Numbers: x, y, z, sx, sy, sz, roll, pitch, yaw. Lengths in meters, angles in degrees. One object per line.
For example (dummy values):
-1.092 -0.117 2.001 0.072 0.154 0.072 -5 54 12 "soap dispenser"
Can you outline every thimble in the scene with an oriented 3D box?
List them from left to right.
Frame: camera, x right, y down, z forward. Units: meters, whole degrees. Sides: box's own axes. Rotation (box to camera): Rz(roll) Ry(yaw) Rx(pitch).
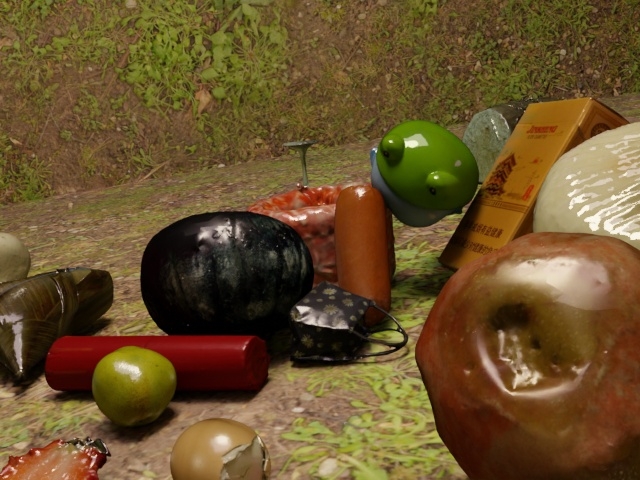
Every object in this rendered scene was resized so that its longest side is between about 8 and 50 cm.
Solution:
0.000 0.000 1.219 0.239 0.162 0.239 -9 14 2 "thimble"

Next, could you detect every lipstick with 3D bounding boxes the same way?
-0.202 0.148 0.938 0.280 0.073 0.073 -3 15 20 "lipstick"

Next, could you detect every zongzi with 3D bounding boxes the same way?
-0.376 0.114 1.124 0.221 0.112 0.242 -18 24 -36 "zongzi"

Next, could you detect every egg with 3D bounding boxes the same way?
-0.090 0.191 0.665 0.080 0.080 0.096 -21 22 -40 "egg"

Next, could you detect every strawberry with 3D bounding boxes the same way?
-0.247 0.230 0.687 0.104 0.048 0.152 6 33 27 "strawberry"

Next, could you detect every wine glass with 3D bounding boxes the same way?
-0.028 -0.107 1.609 0.079 0.195 0.079 -6 11 1 "wine glass"

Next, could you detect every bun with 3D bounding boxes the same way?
-0.598 0.081 1.333 0.231 0.133 0.231 -26 -5 -3 "bun"
0.425 -0.002 0.853 0.361 0.213 0.361 -13 28 7 "bun"

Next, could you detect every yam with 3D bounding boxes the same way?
0.498 -0.249 1.897 0.271 0.201 0.202 -9 13 -31 "yam"

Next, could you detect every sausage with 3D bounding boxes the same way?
0.058 0.021 1.059 0.076 0.197 0.076 -4 -15 -1 "sausage"

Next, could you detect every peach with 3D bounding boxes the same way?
0.187 0.108 0.573 0.214 0.214 0.235 -9 33 1 "peach"

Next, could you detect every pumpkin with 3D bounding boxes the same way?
-0.124 0.050 1.020 0.233 0.162 0.233 -10 -11 -2 "pumpkin"

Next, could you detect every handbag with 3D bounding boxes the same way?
0.040 0.113 0.961 0.139 0.072 0.115 12 23 22 "handbag"

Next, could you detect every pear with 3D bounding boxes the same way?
-0.207 0.165 0.855 0.092 0.092 0.097 -9 30 -1 "pear"

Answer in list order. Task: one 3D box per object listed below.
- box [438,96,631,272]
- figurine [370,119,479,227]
0.286 -0.058 1.065 0.076 0.274 0.174 30 0 -15 "box"
0.158 -0.096 1.158 0.143 0.162 0.263 -47 -13 10 "figurine"
